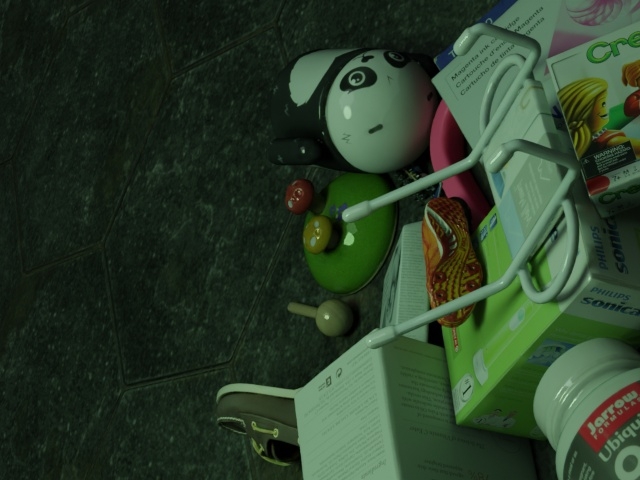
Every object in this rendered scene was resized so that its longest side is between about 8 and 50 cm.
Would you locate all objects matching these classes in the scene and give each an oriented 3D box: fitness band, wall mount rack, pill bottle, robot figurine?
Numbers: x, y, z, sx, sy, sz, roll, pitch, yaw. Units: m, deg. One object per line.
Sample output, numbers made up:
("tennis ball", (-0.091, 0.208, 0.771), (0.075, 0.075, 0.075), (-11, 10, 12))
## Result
("fitness band", (0.228, -0.123, 1.945), (0.209, 0.054, 0.291), (-54, 35, 25))
("wall mount rack", (0.151, -0.049, 1.669), (0.350, 0.130, 0.304), (-98, 29, -47))
("pill bottle", (0.335, 0.230, 1.493), (0.176, 0.176, 0.318), (-61, 34, 16))
("robot figurine", (0.039, -0.181, 2.143), (0.278, 0.173, 0.209), (11, 83, 58))

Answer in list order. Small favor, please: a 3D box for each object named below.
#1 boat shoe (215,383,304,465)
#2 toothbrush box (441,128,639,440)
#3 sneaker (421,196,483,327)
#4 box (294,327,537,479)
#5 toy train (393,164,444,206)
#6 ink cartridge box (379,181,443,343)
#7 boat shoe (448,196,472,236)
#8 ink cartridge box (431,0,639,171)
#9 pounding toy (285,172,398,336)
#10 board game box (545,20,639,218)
("boat shoe", (-0.041, 0.252, 2.105), (0.324, 0.116, 0.097), (-6, 66, 49))
("toothbrush box", (0.250, 0.054, 1.702), (0.283, 0.122, 0.206), (122, 152, -43))
("sneaker", (0.146, 0.031, 1.753), (0.067, 0.064, 0.175), (93, 179, -48))
("box", (0.118, 0.304, 1.746), (0.168, 0.215, 0.345), (-42, 42, 39))
("toy train", (0.131, -0.073, 2.055), (0.036, 0.027, 0.158), (-33, 20, -2))
("ink cartridge box", (0.106, 0.064, 1.945), (0.223, 0.045, 0.224), (103, 174, -70))
("boat shoe", (0.165, 0.006, 1.927), (0.042, 0.049, 0.133), (-76, -12, -49))
("ink cartridge box", (0.286, -0.242, 1.836), (0.324, 0.071, 0.330), (-42, 42, 16))
("pounding toy", (0.000, 0.000, 2.171), (0.183, 0.110, 0.237), (23, 93, 58))
("board game box", (0.397, -0.159, 1.584), (0.305, 0.053, 0.193), (-22, 51, 14))
